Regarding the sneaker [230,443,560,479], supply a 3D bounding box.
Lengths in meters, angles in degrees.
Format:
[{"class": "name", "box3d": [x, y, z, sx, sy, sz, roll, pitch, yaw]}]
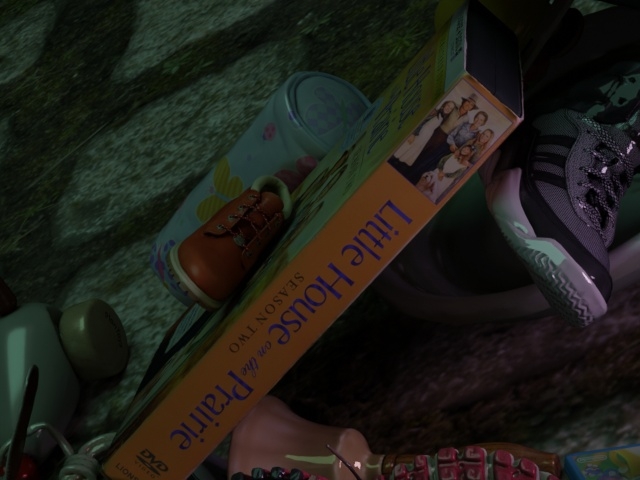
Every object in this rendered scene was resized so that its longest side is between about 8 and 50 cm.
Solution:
[{"class": "sneaker", "box3d": [0.062, 0.218, 1.178, 0.299, 0.112, 0.121, -1, 57, 27]}]

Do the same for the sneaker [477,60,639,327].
[{"class": "sneaker", "box3d": [0.203, -0.049, 1.217, 0.153, 0.101, 0.268, -32, 25, 12]}]

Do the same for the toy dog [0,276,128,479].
[{"class": "toy dog", "box3d": [-0.307, 0.150, 1.612, 0.220, 0.161, 0.333, -32, 28, 6]}]

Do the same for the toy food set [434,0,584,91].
[{"class": "toy food set", "box3d": [0.180, -0.187, 1.510, 0.128, 0.071, 0.218, -60, 27, 4]}]

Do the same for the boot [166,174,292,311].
[{"class": "boot", "box3d": [-0.068, -0.003, 1.305, 0.084, 0.059, 0.158, -42, 10, 23]}]

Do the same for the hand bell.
[{"class": "hand bell", "box3d": [0.064, 0.177, 1.265, 0.242, 0.126, 0.126, -4, 39, 25]}]

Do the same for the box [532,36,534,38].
[{"class": "box", "box3d": [0.172, -0.181, 1.721, 0.169, 0.054, 0.059, -36, 28, 0]}]

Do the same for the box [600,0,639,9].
[{"class": "box", "box3d": [0.287, -0.322, 1.385, 0.395, 0.212, 0.293, 14, 23, 7]}]

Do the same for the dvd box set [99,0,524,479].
[{"class": "dvd box set", "box3d": [0.000, 0.000, 1.335, 0.420, 0.062, 0.307, -47, 8, 18]}]

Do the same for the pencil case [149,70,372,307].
[{"class": "pencil case", "box3d": [-0.051, -0.042, 1.588, 0.273, 0.124, 0.113, -46, 59, 35]}]

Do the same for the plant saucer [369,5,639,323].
[{"class": "plant saucer", "box3d": [0.222, -0.050, 1.415, 0.400, 0.100, 0.400, -27, 28, 16]}]

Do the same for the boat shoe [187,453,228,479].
[{"class": "boat shoe", "box3d": [-0.077, 0.225, 1.380, 0.040, 0.049, 0.142, -67, 28, 11]}]

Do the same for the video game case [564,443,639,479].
[{"class": "video game case", "box3d": [0.242, 0.180, 1.072, 0.119, 0.015, 0.166, -6, 26, -11]}]
